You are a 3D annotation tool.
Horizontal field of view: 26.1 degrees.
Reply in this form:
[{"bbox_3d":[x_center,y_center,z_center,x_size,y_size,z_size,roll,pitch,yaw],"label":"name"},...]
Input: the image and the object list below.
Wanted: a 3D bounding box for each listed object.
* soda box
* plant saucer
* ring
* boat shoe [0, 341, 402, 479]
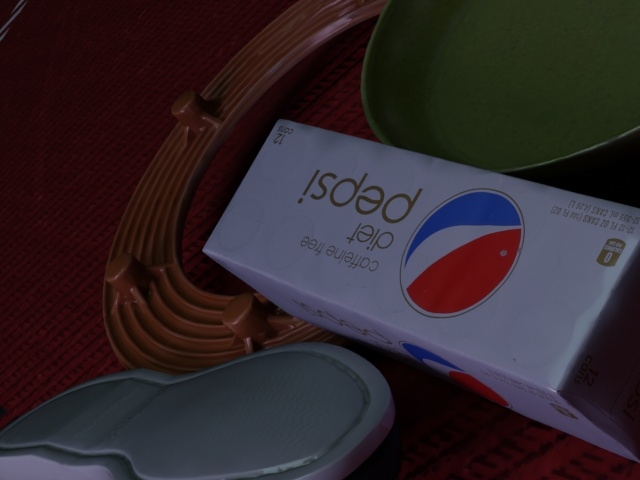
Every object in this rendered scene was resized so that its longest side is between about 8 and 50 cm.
[{"bbox_3d":[0.050,0.013,0.557,0.216,0.069,0.074,19,75,50],"label":"soda box"},{"bbox_3d":[0.128,-0.110,0.619,0.241,0.037,0.241,-26,36,21],"label":"plant saucer"},{"bbox_3d":[-0.004,-0.061,0.775,0.336,0.032,0.336,-31,33,23],"label":"ring"},{"bbox_3d":[-0.054,0.113,0.639,0.114,0.091,0.302,-36,15,-29],"label":"boat shoe"}]
